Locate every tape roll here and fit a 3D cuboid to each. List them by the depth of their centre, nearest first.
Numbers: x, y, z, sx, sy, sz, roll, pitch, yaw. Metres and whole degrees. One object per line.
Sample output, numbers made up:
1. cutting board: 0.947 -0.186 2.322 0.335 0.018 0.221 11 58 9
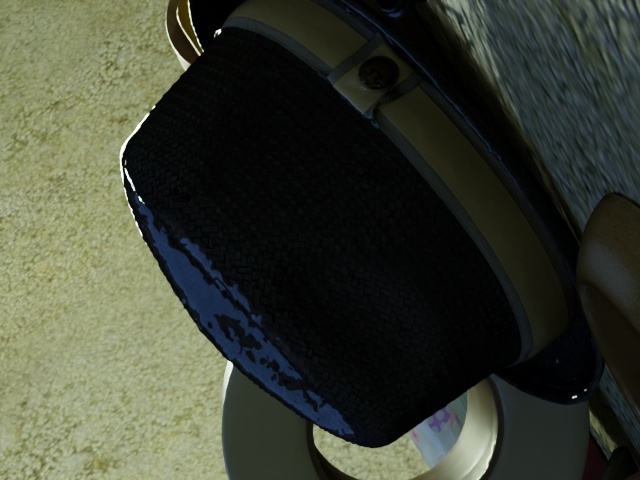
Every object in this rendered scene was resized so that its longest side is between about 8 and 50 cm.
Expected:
1. tape roll: 0.052 0.120 1.347 0.246 0.246 0.169 59 179 -2

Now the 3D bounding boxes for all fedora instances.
1. fedora: 0.000 0.000 1.098 0.334 0.152 0.334 45 164 17

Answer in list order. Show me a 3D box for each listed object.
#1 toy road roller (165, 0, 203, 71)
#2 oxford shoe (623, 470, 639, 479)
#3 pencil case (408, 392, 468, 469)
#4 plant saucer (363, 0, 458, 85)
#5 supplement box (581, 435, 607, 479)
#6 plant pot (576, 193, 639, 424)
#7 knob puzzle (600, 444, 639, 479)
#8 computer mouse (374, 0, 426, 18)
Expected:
1. toy road roller: -0.099 -0.098 2.034 0.329 0.240 0.202 59 178 7
2. oxford shoe: 0.198 0.280 0.927 0.146 0.140 0.397 41 -150 -31
3. pencil case: 0.150 0.184 1.900 0.273 0.113 0.124 59 159 18
4. plant saucer: 0.045 -0.100 1.225 0.278 0.041 0.278 59 179 1
5. supplement box: 0.170 0.192 1.565 0.081 0.104 0.188 59 178 10
6. plant pot: 0.174 0.088 0.843 0.236 0.032 0.236 58 178 3
7. knob puzzle: 0.210 0.254 1.254 0.213 0.030 0.213 44 -146 -41
8. computer mouse: 0.007 -0.169 1.014 0.106 0.042 0.193 58 178 -11
